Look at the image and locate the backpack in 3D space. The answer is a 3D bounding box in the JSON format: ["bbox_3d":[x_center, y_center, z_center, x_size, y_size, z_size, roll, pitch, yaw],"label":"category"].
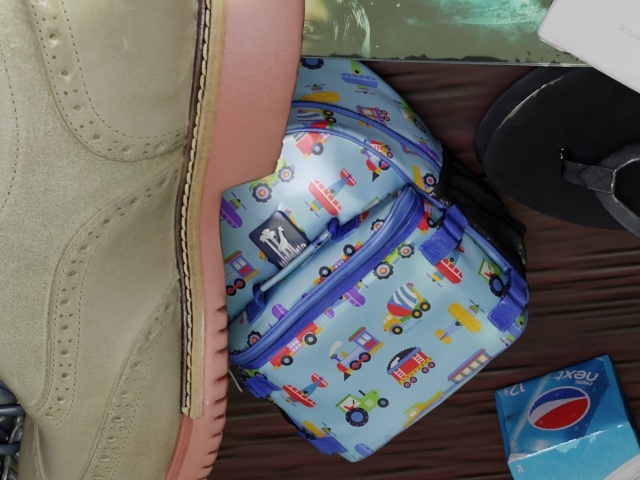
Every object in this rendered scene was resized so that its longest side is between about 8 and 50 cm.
[{"bbox_3d":[0.000,0.000,0.807,0.158,0.117,0.173,-37,113,17],"label":"backpack"}]

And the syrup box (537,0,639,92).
[{"bbox_3d":[0.188,-0.168,0.661,0.093,0.096,0.237,29,120,1],"label":"syrup box"}]

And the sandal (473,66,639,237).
[{"bbox_3d":[0.204,-0.029,0.830,0.255,0.054,0.097,15,119,-11],"label":"sandal"}]

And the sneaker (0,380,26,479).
[{"bbox_3d":[-0.175,0.096,0.853,0.111,0.121,0.300,18,119,-13],"label":"sneaker"}]

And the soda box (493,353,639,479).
[{"bbox_3d":[0.168,0.172,0.942,0.071,0.067,0.210,-20,120,10],"label":"soda box"}]

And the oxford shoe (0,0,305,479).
[{"bbox_3d":[-0.115,0.001,0.686,0.147,0.140,0.397,-6,132,-21],"label":"oxford shoe"}]

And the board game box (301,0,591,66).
[{"bbox_3d":[0.071,-0.144,0.761,0.186,0.026,0.126,1,110,-3],"label":"board game box"}]
